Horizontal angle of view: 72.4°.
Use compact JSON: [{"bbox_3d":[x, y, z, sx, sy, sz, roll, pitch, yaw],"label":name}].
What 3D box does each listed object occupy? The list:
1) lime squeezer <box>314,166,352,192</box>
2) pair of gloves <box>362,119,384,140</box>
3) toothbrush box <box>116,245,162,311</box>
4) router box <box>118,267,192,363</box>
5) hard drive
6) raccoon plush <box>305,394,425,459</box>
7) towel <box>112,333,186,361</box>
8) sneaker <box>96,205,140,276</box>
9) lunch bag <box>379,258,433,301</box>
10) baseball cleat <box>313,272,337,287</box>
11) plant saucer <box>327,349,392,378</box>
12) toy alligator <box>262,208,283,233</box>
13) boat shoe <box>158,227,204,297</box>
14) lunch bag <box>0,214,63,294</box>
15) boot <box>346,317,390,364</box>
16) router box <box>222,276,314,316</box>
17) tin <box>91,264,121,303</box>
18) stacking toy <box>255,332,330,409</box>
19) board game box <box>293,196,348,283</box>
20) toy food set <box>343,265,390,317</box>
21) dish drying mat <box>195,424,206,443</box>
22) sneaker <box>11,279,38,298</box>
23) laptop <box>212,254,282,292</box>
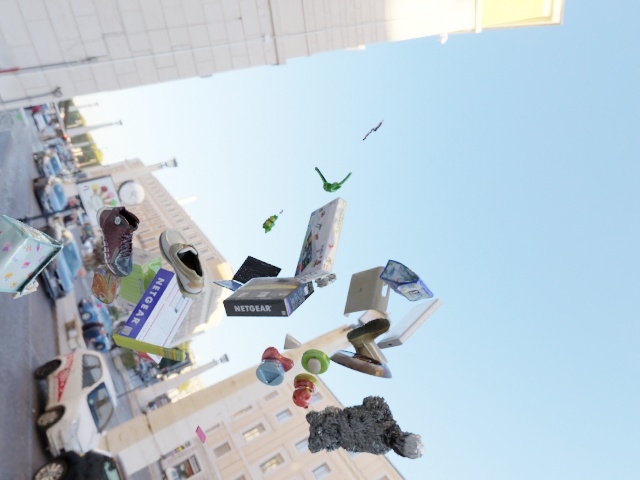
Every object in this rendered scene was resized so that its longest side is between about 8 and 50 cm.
[{"bbox_3d":[0.061,-0.272,2.017,0.310,0.058,0.110,24,-77,58],"label":"lime squeezer"},{"bbox_3d":[0.186,-0.385,1.530,0.010,0.074,0.083,45,-41,-12],"label":"pair of gloves"},{"bbox_3d":[-0.844,0.189,2.028,0.206,0.122,0.284,16,-62,22],"label":"toothbrush box"},{"bbox_3d":[-0.718,0.338,1.950,0.082,0.336,0.301,16,-32,11],"label":"router box"},{"bbox_3d":[0.420,0.395,2.069,0.040,0.307,0.203,53,-30,2],"label":"hard drive"},{"bbox_3d":[0.129,0.689,1.594,0.446,0.298,0.216,135,-49,-61],"label":"raccoon plush"},{"bbox_3d":[-0.574,0.360,1.477,0.102,0.237,0.021,116,-12,-55],"label":"towel"},{"bbox_3d":[-0.742,0.001,1.652,0.162,0.106,0.282,-7,-78,27],"label":"sneaker"},{"bbox_3d":[0.299,0.143,1.489,0.151,0.096,0.129,15,-19,45],"label":"lunch bag"},{"bbox_3d":[0.034,0.223,2.449,0.072,0.109,0.206,69,-17,-6],"label":"baseball cleat"},{"bbox_3d":[0.185,0.560,2.009,0.310,0.310,0.050,1,-107,64],"label":"plant saucer"},{"bbox_3d":[-0.266,-0.109,2.353,0.051,0.190,0.056,19,-38,16],"label":"toy alligator"},{"bbox_3d":[-0.484,0.057,1.563,0.302,0.113,0.103,54,-54,27],"label":"boat shoe"},{"bbox_3d":[-1.050,0.064,1.529,0.160,0.223,0.262,35,-12,9],"label":"lunch bag"},{"bbox_3d":[0.275,0.521,2.168,0.089,0.236,0.270,-90,155,-57],"label":"boot"},{"bbox_3d":[-0.214,0.233,1.835,0.308,0.243,0.081,-5,-74,27],"label":"router box"},{"bbox_3d":[-0.862,0.178,1.765,0.106,0.040,0.190,33,-56,5],"label":"tin"},{"bbox_3d":[-0.120,0.584,1.927,0.308,0.130,0.280,31,-59,-5],"label":"stacking toy"},{"bbox_3d":[0.000,0.000,1.661,0.193,0.053,0.306,-25,-135,53],"label":"board game box"},{"bbox_3d":[0.233,0.261,2.147,0.306,0.092,0.220,-25,-135,56],"label":"toy food set"},{"bbox_3d":[-0.473,0.769,1.733,0.032,0.008,0.083,-81,161,-53],"label":"dish drying mat"},{"bbox_3d":[-1.184,0.171,1.735,0.214,0.084,0.083,13,-59,59],"label":"sneaker"},{"bbox_3d":[-0.374,0.179,2.255,0.234,0.264,0.137,20,-29,26],"label":"laptop"}]
